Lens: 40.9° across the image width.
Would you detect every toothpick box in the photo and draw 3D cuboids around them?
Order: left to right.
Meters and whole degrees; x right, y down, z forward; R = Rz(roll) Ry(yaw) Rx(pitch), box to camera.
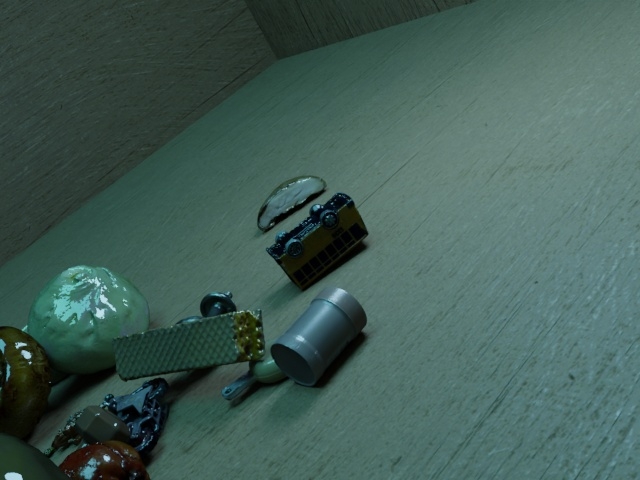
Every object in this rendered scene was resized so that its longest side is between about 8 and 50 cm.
[{"bbox_3d":[-0.002,0.160,1.448,0.098,0.098,0.149,-3,34,50],"label":"toothpick box"}]

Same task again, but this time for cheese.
[{"bbox_3d":[-0.100,0.221,1.514,0.171,0.048,0.092,-28,21,7],"label":"cheese"}]

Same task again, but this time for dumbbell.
[{"bbox_3d":[-0.414,0.387,1.429,0.082,0.092,0.231,28,75,25],"label":"dumbbell"},{"bbox_3d":[-0.225,0.165,1.738,0.110,0.110,0.254,-23,17,19],"label":"dumbbell"}]

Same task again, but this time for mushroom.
[{"bbox_3d":[-0.669,0.309,1.830,0.153,0.253,0.253,-1,-1,-39],"label":"mushroom"},{"bbox_3d":[-0.088,-0.108,2.196,0.209,0.072,0.094,-35,13,-9],"label":"mushroom"}]

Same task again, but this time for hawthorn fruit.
[{"bbox_3d":[-0.353,0.387,1.336,0.172,0.148,0.148,-12,27,24],"label":"hawthorn fruit"}]

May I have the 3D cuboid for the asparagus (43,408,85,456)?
[{"bbox_3d":[-0.511,0.388,1.726,0.018,0.015,0.127,-23,20,44],"label":"asparagus"}]

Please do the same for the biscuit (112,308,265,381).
[{"bbox_3d":[-0.255,0.199,1.586,0.378,0.094,0.054,-14,-10,39],"label":"biscuit"}]

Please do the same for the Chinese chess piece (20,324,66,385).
[{"bbox_3d":[-0.657,0.257,2.094,0.250,0.101,0.250,-26,23,12],"label":"Chinese chess piece"}]

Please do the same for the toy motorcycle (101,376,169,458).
[{"bbox_3d":[-0.341,0.326,1.555,0.122,0.080,0.215,-26,24,10],"label":"toy motorcycle"}]

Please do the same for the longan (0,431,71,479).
[{"bbox_3d":[-0.482,0.441,1.132,0.404,0.336,0.405,-11,53,16],"label":"longan"}]

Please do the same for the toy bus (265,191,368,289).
[{"bbox_3d":[0.000,0.000,1.781,0.201,0.114,0.098,-39,21,-7],"label":"toy bus"}]

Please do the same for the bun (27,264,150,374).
[{"bbox_3d":[-0.527,0.158,1.921,0.283,0.179,0.283,-2,45,2],"label":"bun"}]

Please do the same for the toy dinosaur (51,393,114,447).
[{"bbox_3d":[-0.468,0.359,1.690,0.154,0.049,0.055,-40,19,-9],"label":"toy dinosaur"}]
